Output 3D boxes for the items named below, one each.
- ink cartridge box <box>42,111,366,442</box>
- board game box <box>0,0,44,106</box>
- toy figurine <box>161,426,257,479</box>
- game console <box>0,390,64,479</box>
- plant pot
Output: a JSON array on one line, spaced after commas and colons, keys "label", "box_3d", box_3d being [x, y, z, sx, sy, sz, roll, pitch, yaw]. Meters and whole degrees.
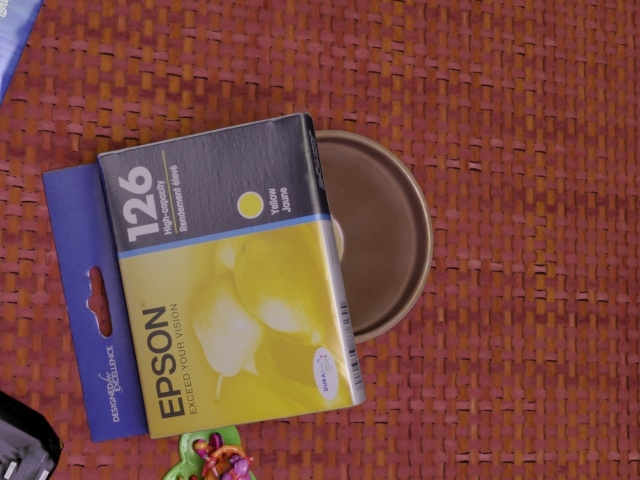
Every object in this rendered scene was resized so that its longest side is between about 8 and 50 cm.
[{"label": "ink cartridge box", "box_3d": [-0.131, 0.044, 1.295, 0.307, 0.072, 0.303, -11, 89, 9]}, {"label": "board game box", "box_3d": [-0.468, -0.157, 1.188, 0.318, 0.066, 0.318, 22, 87, -19]}, {"label": "toy figurine", "box_3d": [-0.095, 0.271, 1.320, 0.130, 0.159, 0.173, 4, 82, -22]}, {"label": "game console", "box_3d": [-0.425, 0.302, 1.246, 0.213, 0.044, 0.361, 31, 74, -15]}, {"label": "plant pot", "box_3d": [0.000, 0.000, 1.413, 0.237, 0.110, 0.237, 2, 85, -22]}]
